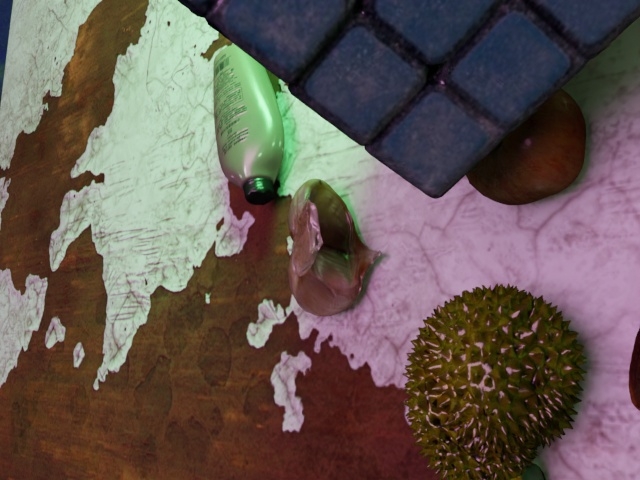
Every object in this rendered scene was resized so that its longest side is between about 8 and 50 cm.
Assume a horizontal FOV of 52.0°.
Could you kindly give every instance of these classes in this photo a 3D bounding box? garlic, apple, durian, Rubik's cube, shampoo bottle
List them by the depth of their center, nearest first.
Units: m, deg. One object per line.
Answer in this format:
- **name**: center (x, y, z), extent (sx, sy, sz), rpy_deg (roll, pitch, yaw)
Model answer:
- **Rubik's cube**: center (0.077, -0.308, 0.561), extent (0.344, 0.337, 0.343), rpy_deg (-47, 22, 26)
- **durian**: center (0.148, 0.133, 0.610), extent (0.159, 0.146, 0.198), rpy_deg (31, 100, 47)
- **apple**: center (0.197, -0.099, 0.642), extent (0.126, 0.102, 0.125), rpy_deg (-8, 79, 49)
- **garlic**: center (0.004, 0.004, 0.832), extent (0.124, 0.099, 0.174), rpy_deg (141, 131, -57)
- **shampoo bottle**: center (-0.109, -0.171, 0.984), extent (0.127, 0.078, 0.256), rpy_deg (-27, 61, 33)

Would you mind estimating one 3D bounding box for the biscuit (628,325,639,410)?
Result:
- **biscuit**: center (0.345, 0.036, 0.514), extent (0.280, 0.043, 0.183), rpy_deg (-51, 47, 21)
